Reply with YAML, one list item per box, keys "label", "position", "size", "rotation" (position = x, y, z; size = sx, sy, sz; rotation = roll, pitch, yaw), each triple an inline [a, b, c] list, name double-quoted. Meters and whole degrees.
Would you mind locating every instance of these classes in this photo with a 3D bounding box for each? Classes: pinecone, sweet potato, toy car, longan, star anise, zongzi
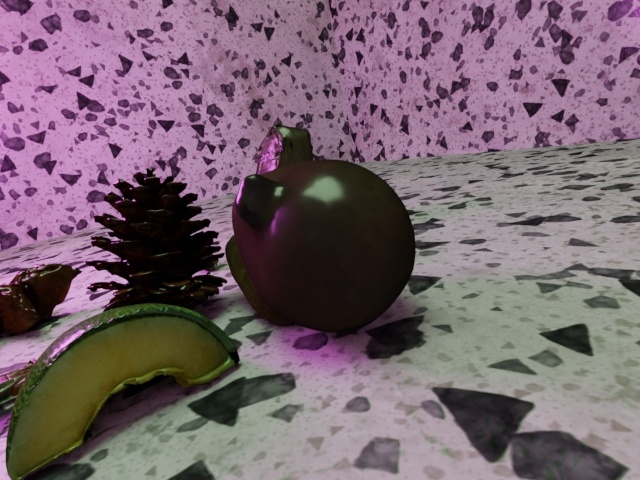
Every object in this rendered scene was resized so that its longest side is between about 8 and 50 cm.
- label: "pinecone"
  position: [-0.304, 0.011, 0.789]
  size: [0.246, 0.292, 0.246]
  rotation: [-9, -6, -1]
- label: "sweet potato"
  position: [-0.115, 0.063, 0.754]
  size: [0.075, 0.075, 0.273]
  rotation: [-16, 34, -18]
- label: "toy car"
  position: [-0.455, 0.212, 0.598]
  size: [0.059, 0.035, 0.122]
  rotation: [7, 20, 41]
- label: "longan"
  position: [0.000, 0.000, 0.614]
  size: [0.300, 0.243, 0.300]
  rotation: [21, -6, 2]
- label: "star anise"
  position: [-0.678, 0.132, 0.864]
  size: [0.346, 0.148, 0.237]
  rotation: [-5, 4, -35]
- label: "zongzi"
  position: [-0.153, -0.150, 1.245]
  size: [0.160, 0.323, 0.360]
  rotation: [-3, -1, -40]

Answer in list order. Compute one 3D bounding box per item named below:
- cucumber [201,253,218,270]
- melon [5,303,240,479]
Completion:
- label: "cucumber"
  position: [-0.317, 0.047, 1.133]
  size: [0.053, 0.053, 0.181]
  rotation: [-18, 13, -26]
- label: "melon"
  position: [-0.262, 0.144, 0.538]
  size: [0.265, 0.129, 0.169]
  rotation: [-23, 15, -37]
